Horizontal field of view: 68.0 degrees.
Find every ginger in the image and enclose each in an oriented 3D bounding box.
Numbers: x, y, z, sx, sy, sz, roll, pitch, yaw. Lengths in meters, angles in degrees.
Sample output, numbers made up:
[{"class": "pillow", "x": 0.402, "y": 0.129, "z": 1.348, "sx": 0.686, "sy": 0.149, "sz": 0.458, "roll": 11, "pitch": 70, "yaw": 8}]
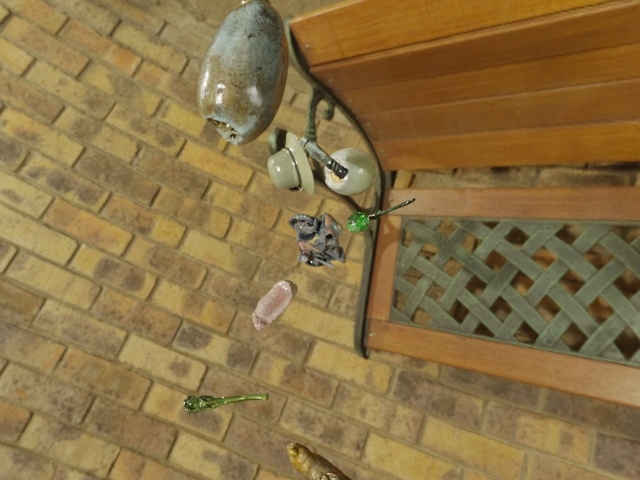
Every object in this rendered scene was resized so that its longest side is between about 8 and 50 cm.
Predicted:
[{"class": "ginger", "x": 0.047, "y": 0.629, "z": 1.197, "sx": 0.333, "sy": 0.080, "sz": 0.166, "roll": 32, "pitch": 172, "yaw": 27}]

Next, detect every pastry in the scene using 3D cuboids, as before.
[{"class": "pastry", "x": -0.188, "y": 0.255, "z": 1.978, "sx": 0.103, "sy": 0.112, "sz": 0.265, "roll": 43, "pitch": 114, "yaw": -2}]

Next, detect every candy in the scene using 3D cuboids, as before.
[{"class": "candy", "x": 0.248, "y": -0.109, "z": 1.956, "sx": 0.323, "sy": 0.097, "sz": 0.097, "roll": -22, "pitch": 137, "yaw": 32}]

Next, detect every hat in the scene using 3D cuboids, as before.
[{"class": "hat", "x": -0.131, "y": -0.274, "z": 1.813, "sx": 0.257, "sy": 0.130, "sz": 0.257, "roll": 158, "pitch": 90, "yaw": -78}]

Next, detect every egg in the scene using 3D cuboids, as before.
[{"class": "egg", "x": 0.127, "y": -0.265, "z": 1.831, "sx": 0.183, "sy": 0.183, "sz": 0.217, "roll": 1, "pitch": -173, "yaw": 44}]

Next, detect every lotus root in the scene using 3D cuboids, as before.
[{"class": "lotus root", "x": -0.124, "y": -0.334, "z": 0.871, "sx": 0.139, "sy": 0.323, "sz": 0.158, "roll": 3, "pitch": 162, "yaw": 33}]

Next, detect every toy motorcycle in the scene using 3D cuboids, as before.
[{"class": "toy motorcycle", "x": 0.000, "y": 0.000, "z": 1.618, "sx": 0.173, "sy": 0.108, "sz": 0.307, "roll": -8, "pitch": 145, "yaw": 9}]

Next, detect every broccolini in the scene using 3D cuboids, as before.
[{"class": "broccolini", "x": -0.262, "y": 0.449, "z": 1.322, "sx": 0.238, "sy": 0.054, "sz": 0.051, "roll": -5, "pitch": 119, "yaw": 1}]

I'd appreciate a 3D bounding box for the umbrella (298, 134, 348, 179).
[{"class": "umbrella", "x": 0.008, "y": -0.263, "z": 1.522, "sx": 0.188, "sy": 0.046, "sz": 0.050, "roll": 37, "pitch": 121, "yaw": -12}]
